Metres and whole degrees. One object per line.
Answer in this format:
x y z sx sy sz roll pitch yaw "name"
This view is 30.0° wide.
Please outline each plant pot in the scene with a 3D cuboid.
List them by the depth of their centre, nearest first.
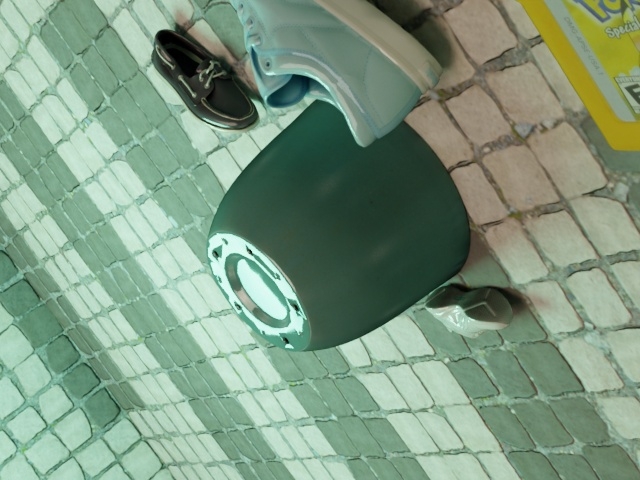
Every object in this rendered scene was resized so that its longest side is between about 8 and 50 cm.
0.000 0.000 1.503 0.293 0.235 0.293 36 149 26 "plant pot"

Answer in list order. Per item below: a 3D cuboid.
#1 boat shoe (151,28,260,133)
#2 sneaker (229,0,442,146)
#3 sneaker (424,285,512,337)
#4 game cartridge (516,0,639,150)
-0.163 -0.221 1.648 0.206 0.075 0.065 41 153 27 "boat shoe"
-0.047 -0.237 1.345 0.366 0.150 0.135 37 176 25 "sneaker"
0.199 0.095 1.528 0.061 0.054 0.152 53 159 -23 "sneaker"
0.283 -0.196 0.972 0.285 0.053 0.324 6 145 52 "game cartridge"
